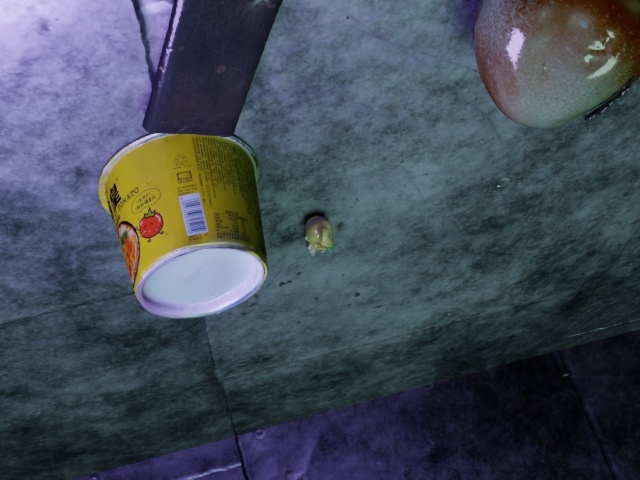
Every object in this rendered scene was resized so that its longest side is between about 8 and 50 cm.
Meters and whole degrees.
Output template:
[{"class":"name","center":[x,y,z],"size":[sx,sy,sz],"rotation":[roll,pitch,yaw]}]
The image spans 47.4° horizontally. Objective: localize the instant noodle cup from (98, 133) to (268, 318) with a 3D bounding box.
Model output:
[{"class":"instant noodle cup","center":[-0.247,-0.019,1.403],"size":[0.326,0.254,0.325],"rotation":[-14,148,-9]}]

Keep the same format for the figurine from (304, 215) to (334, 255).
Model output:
[{"class":"figurine","center":[0.000,0.000,1.739],"size":[0.083,0.083,0.187],"rotation":[-13,158,-9]}]

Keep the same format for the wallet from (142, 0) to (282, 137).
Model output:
[{"class":"wallet","center":[-0.183,-0.297,1.203],"size":[0.171,0.044,0.321],"rotation":[-1,142,-27]}]

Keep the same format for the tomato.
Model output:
[{"class":"tomato","center":[0.404,-0.328,1.211],"size":[0.304,0.239,0.303],"rotation":[10,139,9]}]
